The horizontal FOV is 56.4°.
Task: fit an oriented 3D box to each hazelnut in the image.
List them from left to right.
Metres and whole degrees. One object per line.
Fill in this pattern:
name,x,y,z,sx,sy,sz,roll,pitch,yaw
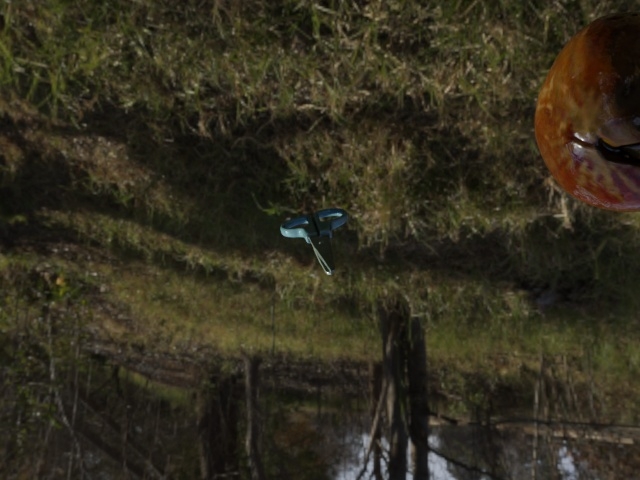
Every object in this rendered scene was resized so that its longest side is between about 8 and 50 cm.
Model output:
hazelnut,0.378,-0.160,0.768,0.217,0.252,0.217,-6,-164,2

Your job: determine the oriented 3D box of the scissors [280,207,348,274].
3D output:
scissors,0.000,0.000,1.516,0.192,0.029,0.447,-13,-160,-2
